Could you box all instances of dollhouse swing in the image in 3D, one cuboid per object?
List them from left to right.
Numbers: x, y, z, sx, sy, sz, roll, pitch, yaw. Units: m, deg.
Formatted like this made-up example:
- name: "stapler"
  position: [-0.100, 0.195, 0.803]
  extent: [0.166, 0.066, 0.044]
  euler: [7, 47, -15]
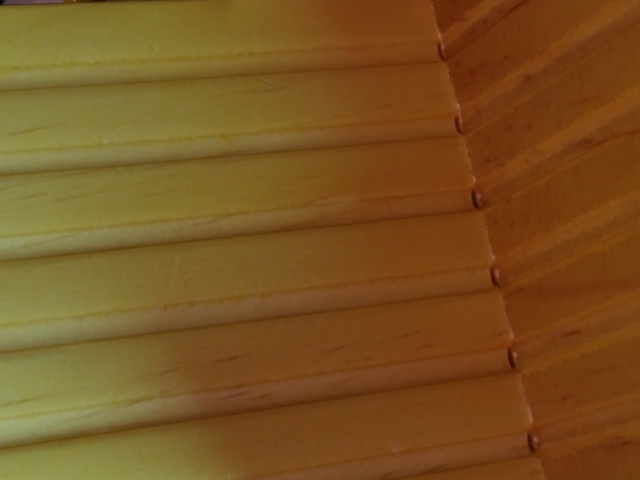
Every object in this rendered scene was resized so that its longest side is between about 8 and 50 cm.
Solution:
- name: "dollhouse swing"
  position: [0.000, 0.000, 0.419]
  extent: [0.315, 0.305, 0.346]
  euler: [-32, 63, 54]

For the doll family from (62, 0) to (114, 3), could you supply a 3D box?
- name: "doll family"
  position: [-0.116, -0.140, 0.643]
  extent: [0.111, 0.076, 0.193]
  euler: [-7, 94, -8]

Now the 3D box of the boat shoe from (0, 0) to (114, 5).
- name: "boat shoe"
  position: [-0.200, -0.119, 0.733]
  extent: [0.227, 0.081, 0.079]
  euler: [-18, 91, 34]
